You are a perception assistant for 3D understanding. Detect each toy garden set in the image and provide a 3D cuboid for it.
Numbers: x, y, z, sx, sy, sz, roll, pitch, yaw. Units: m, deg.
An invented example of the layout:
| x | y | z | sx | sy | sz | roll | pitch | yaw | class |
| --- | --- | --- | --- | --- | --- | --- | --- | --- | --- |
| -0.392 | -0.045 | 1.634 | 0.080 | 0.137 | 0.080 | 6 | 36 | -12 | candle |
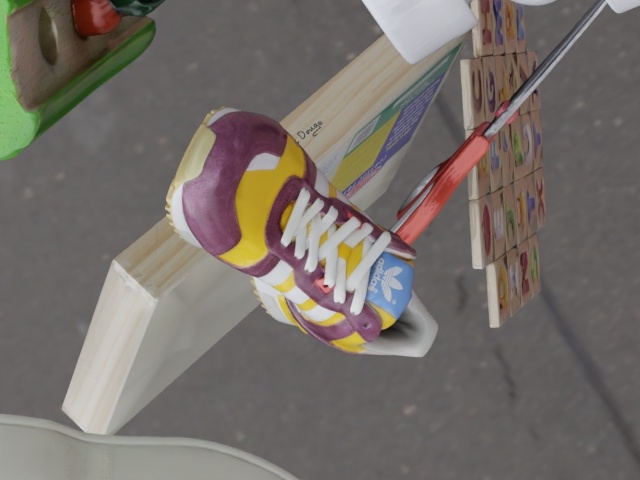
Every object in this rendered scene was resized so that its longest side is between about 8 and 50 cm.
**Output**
| x | y | z | sx | sy | sz | roll | pitch | yaw | class |
| --- | --- | --- | --- | --- | --- | --- | --- | --- | --- |
| -0.063 | -0.164 | 0.476 | 0.049 | 0.204 | 0.244 | -8 | 106 | 12 | toy garden set |

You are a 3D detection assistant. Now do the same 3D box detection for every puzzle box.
| x | y | z | sx | sy | sz | roll | pitch | yaw | class |
| --- | --- | --- | --- | --- | --- | --- | --- | --- | --- |
| -0.046 | -0.017 | 1.650 | 0.052 | 0.409 | 0.272 | 42 | 147 | 10 | puzzle box |

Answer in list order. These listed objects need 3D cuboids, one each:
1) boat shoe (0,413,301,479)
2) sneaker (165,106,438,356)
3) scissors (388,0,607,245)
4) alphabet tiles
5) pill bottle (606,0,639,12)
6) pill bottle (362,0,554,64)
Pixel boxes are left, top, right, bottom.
| x | y | z | sx | sy | sz | roll | pitch | yaw | class |
| --- | --- | --- | --- | --- | --- | --- | --- | --- | --- |
| -0.139 | 0.206 | 1.420 | 0.305 | 0.109 | 0.091 | 13 | 129 | -9 | boat shoe |
| 0.000 | 0.000 | 0.858 | 0.084 | 0.185 | 0.070 | 21 | 79 | 27 | sneaker |
| 0.131 | -0.080 | 1.474 | 0.021 | 0.109 | 0.297 | 40 | 130 | -4 | scissors |
| 0.167 | -0.080 | 1.704 | 0.011 | 0.342 | 0.285 | -2 | 96 | 16 | alphabet tiles |
| 0.256 | -0.215 | 1.140 | 0.208 | 0.117 | 0.118 | -23 | 94 | 20 | pill bottle |
| 0.102 | -0.173 | 0.781 | 0.221 | 0.121 | 0.121 | -33 | 86 | 7 | pill bottle |
